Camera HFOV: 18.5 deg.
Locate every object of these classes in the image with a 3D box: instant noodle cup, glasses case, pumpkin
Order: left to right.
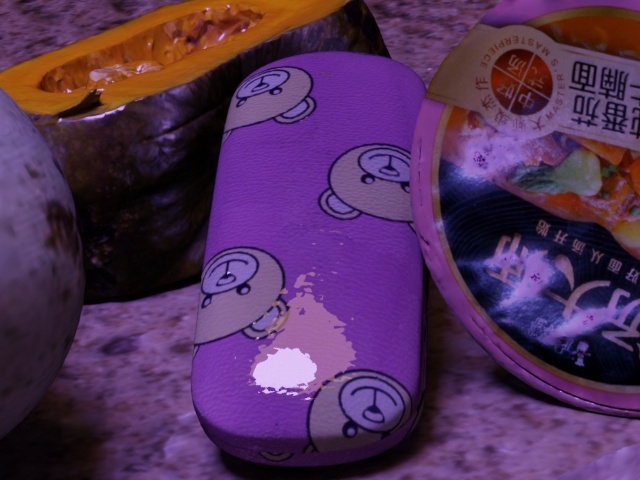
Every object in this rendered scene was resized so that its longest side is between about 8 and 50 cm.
[{"bbox_3d":[-0.075,-0.072,1.303,0.317,0.139,0.222,-23,24,-36],"label":"pumpkin"},{"bbox_3d":[0.000,0.000,1.100,0.123,0.075,0.316,-2,42,5],"label":"glasses case"},{"bbox_3d":[0.209,-0.054,1.075,0.244,0.243,0.255,6,20,31],"label":"instant noodle cup"}]

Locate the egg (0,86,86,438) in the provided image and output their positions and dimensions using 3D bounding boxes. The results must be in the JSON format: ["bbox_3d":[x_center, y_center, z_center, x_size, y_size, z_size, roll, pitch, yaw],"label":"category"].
[{"bbox_3d":[-0.299,0.002,1.021,0.379,0.287,0.287,14,29,15],"label":"egg"}]

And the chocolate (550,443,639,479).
[{"bbox_3d":[0.074,0.180,0.688,0.185,0.100,0.303,-30,13,20],"label":"chocolate"}]
